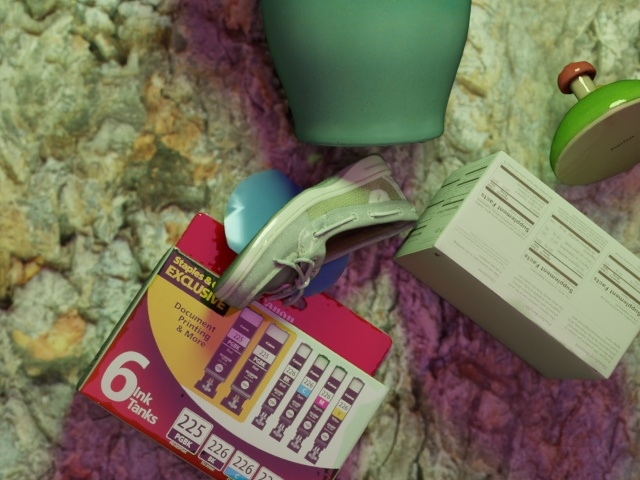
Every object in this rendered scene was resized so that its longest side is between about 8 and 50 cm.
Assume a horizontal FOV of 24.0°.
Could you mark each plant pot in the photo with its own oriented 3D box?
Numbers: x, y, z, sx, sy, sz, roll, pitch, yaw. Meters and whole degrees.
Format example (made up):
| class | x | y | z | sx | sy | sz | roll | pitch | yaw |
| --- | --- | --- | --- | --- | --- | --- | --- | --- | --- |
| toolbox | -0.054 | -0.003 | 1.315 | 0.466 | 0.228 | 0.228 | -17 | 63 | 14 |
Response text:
| class | x | y | z | sx | sy | sz | roll | pitch | yaw |
| --- | --- | --- | --- | --- | --- | --- | --- | --- | --- |
| plant pot | 0.057 | -0.246 | 1.796 | 0.271 | 0.271 | 0.255 | -5 | 101 | -11 |

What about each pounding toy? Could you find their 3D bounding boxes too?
| class | x | y | z | sx | sy | sz | roll | pitch | yaw |
| --- | --- | --- | --- | --- | --- | --- | --- | --- | --- |
| pounding toy | 0.379 | -0.175 | 1.906 | 0.236 | 0.183 | 0.110 | -21 | 65 | -11 |

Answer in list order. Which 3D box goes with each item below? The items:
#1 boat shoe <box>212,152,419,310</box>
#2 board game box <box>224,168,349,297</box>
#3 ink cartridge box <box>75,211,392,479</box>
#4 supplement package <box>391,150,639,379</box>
| class | x | y | z | sx | sy | sz | roll | pitch | yaw |
| --- | --- | --- | --- | --- | --- | --- | --- | --- | --- |
| boat shoe | -0.001 | 0.001 | 1.772 | 0.103 | 0.118 | 0.320 | 48 | 42 | 7 |
| board game box | -0.047 | -0.003 | 1.851 | 0.168 | 0.033 | 0.133 | 38 | 57 | -7 |
| ink cartridge box | -0.090 | 0.148 | 1.800 | 0.309 | 0.130 | 0.272 | 33 | 80 | -7 |
| supplement package | 0.249 | 0.037 | 1.831 | 0.262 | 0.204 | 0.145 | 38 | 79 | -6 |
